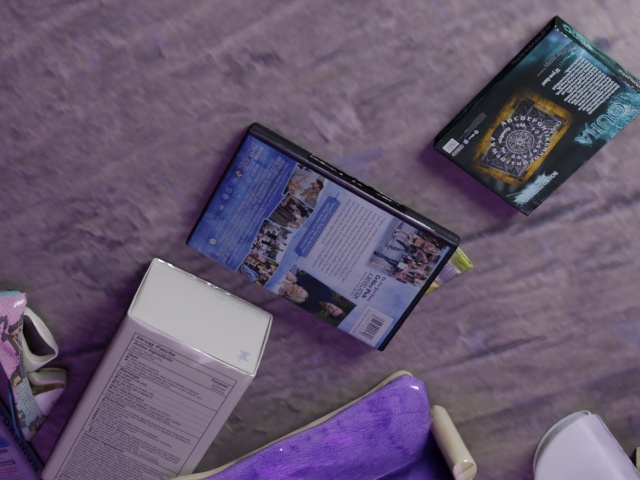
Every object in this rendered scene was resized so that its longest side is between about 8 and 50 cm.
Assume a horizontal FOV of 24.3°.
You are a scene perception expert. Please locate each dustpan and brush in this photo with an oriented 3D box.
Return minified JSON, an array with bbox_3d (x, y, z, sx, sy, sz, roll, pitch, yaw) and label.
[{"bbox_3d":[0.278,0.288,1.732,0.211,0.060,0.147,-33,96,28],"label":"dustpan and brush"}]

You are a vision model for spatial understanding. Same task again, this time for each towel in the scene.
[{"bbox_3d":[0.116,0.027,1.604,0.083,0.009,0.060,-31,113,31],"label":"towel"}]

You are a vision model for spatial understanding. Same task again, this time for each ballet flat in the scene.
[{"bbox_3d":[-0.349,0.151,1.775,0.079,0.077,0.221,-11,124,-2],"label":"ballet flat"}]

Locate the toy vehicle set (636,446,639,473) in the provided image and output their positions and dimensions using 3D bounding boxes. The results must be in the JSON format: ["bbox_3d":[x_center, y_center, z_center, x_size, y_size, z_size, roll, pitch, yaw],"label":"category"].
[{"bbox_3d":[0.505,0.302,1.698,0.267,0.035,0.166,-4,125,17],"label":"toy vehicle set"}]

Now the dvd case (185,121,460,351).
[{"bbox_3d":[0.000,0.000,1.597,0.253,0.022,0.180,29,127,-4],"label":"dvd case"}]

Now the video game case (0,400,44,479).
[{"bbox_3d":[-0.538,0.264,1.921,0.329,0.036,0.300,-12,122,22],"label":"video game case"}]

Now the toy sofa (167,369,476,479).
[{"bbox_3d":[0.000,0.310,1.666,0.363,0.150,0.177,-25,110,0],"label":"toy sofa"}]

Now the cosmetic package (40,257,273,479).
[{"bbox_3d":[-0.194,0.185,1.732,0.160,0.113,0.309,28,127,-8],"label":"cosmetic package"}]

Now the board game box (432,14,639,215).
[{"bbox_3d":[0.217,-0.118,1.462,0.126,0.026,0.186,36,125,-14],"label":"board game box"}]
